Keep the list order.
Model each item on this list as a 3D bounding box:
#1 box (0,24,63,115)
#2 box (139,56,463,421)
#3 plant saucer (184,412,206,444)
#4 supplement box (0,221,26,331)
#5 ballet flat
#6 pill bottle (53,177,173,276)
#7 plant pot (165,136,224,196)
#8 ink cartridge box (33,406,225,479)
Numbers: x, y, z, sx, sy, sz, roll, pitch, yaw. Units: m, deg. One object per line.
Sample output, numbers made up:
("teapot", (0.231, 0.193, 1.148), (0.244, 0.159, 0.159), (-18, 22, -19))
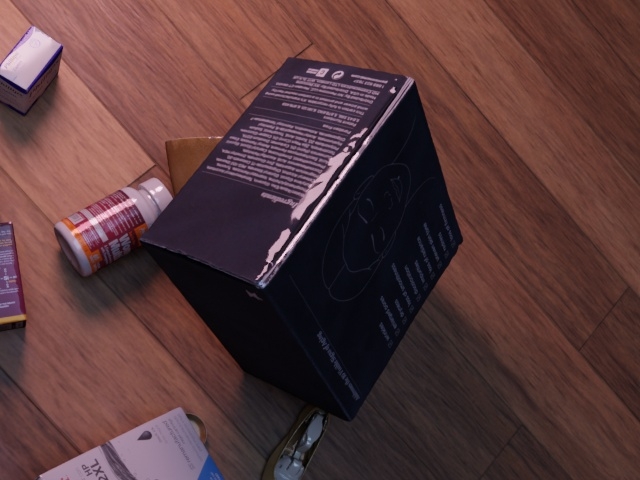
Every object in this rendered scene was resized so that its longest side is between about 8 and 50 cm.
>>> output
("box", (-0.579, -0.333, 1.563), (0.072, 0.137, 0.126), (33, 67, -11))
("box", (0.000, 0.000, 1.494), (0.471, 0.298, 0.480), (-56, 143, -24))
("plant saucer", (-0.269, 0.386, 1.570), (0.084, 0.015, 0.083), (6, 75, -21))
("supplement box", (-0.603, 0.071, 1.471), (0.081, 0.104, 0.188), (-8, 80, -23))
("ballet flat", (-0.050, 0.433, 1.611), (0.080, 0.073, 0.232), (32, 68, -11))
("pill bottle", (-0.402, -0.031, 1.565), (0.221, 0.121, 0.121), (-32, 90, -25))
("plant pot", (-0.194, -0.076, 1.618), (0.237, 0.237, 0.254), (-2, 92, -22))
("ink cartridge box", (-0.331, 0.462, 1.380), (0.307, 0.129, 0.223), (-19, 70, -49))
